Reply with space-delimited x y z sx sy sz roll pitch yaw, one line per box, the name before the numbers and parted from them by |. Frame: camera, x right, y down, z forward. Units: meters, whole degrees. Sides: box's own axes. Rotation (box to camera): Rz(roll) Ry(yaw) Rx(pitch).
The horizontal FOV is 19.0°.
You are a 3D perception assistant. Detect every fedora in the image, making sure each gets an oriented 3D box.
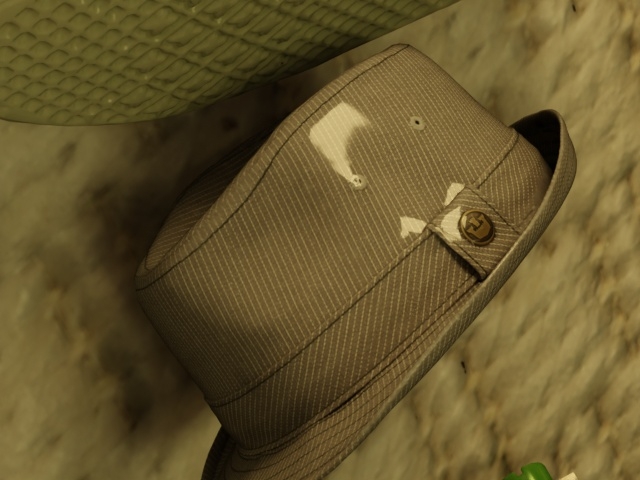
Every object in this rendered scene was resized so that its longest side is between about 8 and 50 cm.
fedora | 0.000 0.000 0.964 0.124 0.244 0.275 47 70 -9

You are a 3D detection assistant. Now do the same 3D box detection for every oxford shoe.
oxford shoe | -0.002 -0.176 0.953 0.449 0.169 0.130 -25 75 -27

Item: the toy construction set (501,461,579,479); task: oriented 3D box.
toy construction set | 0.108 0.256 1.144 0.309 0.257 0.237 23 42 -60
